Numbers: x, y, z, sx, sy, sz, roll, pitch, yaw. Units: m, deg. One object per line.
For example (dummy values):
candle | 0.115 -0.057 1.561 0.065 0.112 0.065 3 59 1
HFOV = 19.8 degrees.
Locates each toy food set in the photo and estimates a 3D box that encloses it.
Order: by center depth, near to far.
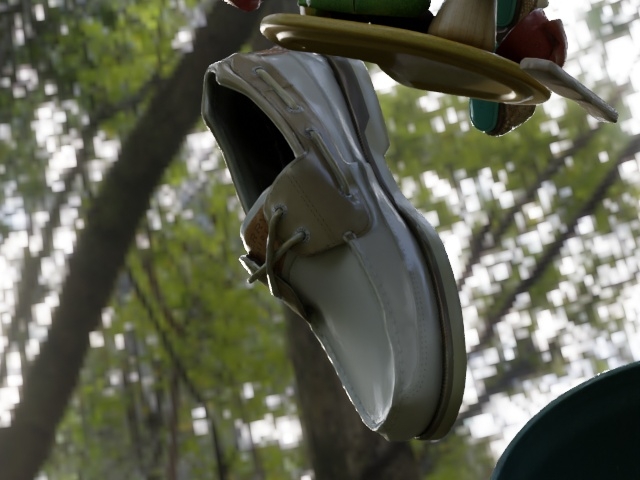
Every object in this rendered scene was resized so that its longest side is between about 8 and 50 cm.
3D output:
toy food set | 0.070 -0.126 1.024 0.217 0.071 0.128 14 -4 36

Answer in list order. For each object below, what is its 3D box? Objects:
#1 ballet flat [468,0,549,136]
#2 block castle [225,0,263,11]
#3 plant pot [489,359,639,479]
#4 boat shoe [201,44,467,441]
ballet flat | 0.177 -0.199 1.699 0.067 0.073 0.206 -15 -58 -34
block castle | 0.033 -0.391 1.496 0.453 0.212 0.303 -39 -32 -47
plant pot | 0.260 0.229 1.140 0.293 0.293 0.196 -12 -58 0
boat shoe | 0.000 0.000 1.133 0.103 0.302 0.113 3 -46 -26
